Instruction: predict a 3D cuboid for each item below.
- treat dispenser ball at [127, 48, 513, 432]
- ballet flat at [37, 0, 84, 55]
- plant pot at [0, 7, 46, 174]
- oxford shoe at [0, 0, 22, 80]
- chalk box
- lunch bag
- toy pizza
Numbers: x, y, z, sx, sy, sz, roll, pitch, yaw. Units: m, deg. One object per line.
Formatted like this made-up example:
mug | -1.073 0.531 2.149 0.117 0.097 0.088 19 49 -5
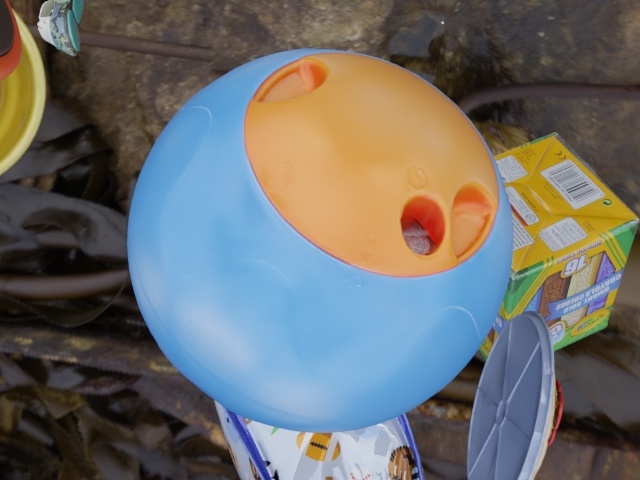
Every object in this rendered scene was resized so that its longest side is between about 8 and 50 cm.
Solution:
treat dispenser ball | 0.000 0.000 0.660 0.288 0.288 0.288 2 104 8
ballet flat | -0.400 -0.334 1.327 0.070 0.188 0.070 -5 128 -7
plant pot | -0.492 -0.190 1.048 0.254 0.239 0.254 -7 103 -33
oxford shoe | -0.228 -0.152 0.304 0.098 0.097 0.271 -28 103 17
chalk box | 0.265 0.041 1.133 0.179 0.180 0.289 -21 141 -13
lunch bag | 0.017 0.320 1.106 0.239 0.327 0.385 -25 56 -11
toy pizza | 0.186 0.166 0.819 0.032 0.201 0.201 14 106 -4
